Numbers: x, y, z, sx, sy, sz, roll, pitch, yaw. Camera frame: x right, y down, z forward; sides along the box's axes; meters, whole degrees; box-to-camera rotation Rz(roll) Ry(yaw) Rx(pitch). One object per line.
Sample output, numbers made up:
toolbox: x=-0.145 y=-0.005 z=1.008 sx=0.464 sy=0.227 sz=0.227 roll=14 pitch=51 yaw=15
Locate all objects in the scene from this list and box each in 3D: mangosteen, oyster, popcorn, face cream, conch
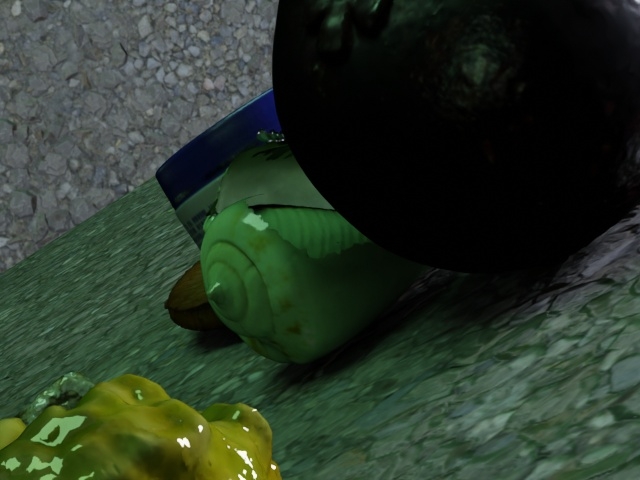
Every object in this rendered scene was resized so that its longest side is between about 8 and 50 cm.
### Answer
mangosteen: x=0.114 y=-0.115 z=1.120 sx=0.297 sy=0.297 sz=0.313 roll=-29 pitch=-26 yaw=7
oyster: x=-0.265 y=0.176 z=1.350 sx=0.200 sy=0.061 sz=0.106 roll=-34 pitch=9 yaw=-20
popcorn: x=-0.082 y=0.149 z=0.662 sx=0.198 sy=0.155 sz=0.197 roll=-23 pitch=-23 yaw=-10
face cream: x=-0.025 y=-0.063 z=1.390 sx=0.206 sy=0.111 sz=0.206 roll=-34 pitch=-1 yaw=-1
conch: x=0.007 y=-0.012 z=1.225 sx=0.250 sy=0.143 sz=0.137 roll=-44 pitch=-29 yaw=-35

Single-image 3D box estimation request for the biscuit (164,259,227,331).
biscuit: x=0.000 y=0.000 z=1.503 sx=0.305 sy=0.038 sz=0.305 roll=-26 pitch=13 yaw=6
